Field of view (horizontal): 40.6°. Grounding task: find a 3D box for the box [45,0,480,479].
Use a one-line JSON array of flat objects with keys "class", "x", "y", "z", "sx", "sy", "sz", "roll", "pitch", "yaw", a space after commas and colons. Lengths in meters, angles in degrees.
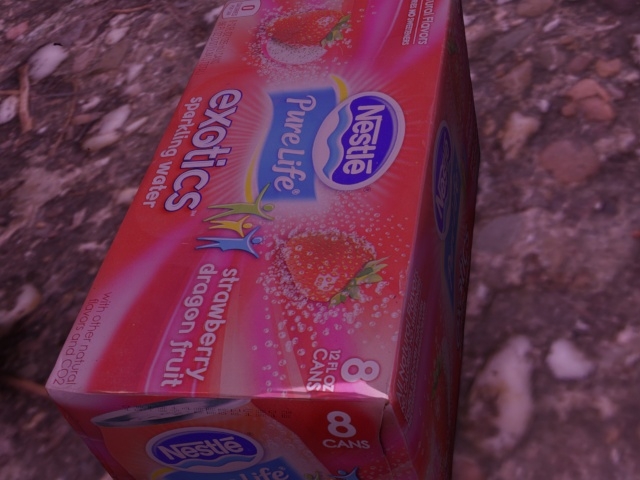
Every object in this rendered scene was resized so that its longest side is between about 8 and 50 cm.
[{"class": "box", "x": 0.000, "y": 0.000, "z": 0.470, "sx": 0.154, "sy": 0.142, "sz": 0.300, "roll": -1, "pitch": 46, "yaw": 17}]
